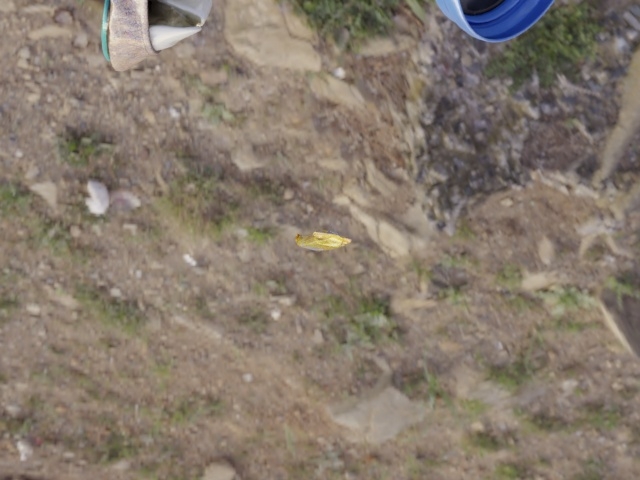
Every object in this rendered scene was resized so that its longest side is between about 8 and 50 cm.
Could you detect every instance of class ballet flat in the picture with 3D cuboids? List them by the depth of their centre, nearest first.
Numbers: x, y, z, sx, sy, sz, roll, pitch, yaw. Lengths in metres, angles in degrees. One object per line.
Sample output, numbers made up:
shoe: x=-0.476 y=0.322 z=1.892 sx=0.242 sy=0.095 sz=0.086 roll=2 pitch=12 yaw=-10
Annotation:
ballet flat: x=-0.155 y=-0.248 z=0.984 sx=0.106 sy=0.107 sz=0.316 roll=14 pitch=158 yaw=-2

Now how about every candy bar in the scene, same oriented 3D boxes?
candy bar: x=0.000 y=0.000 z=1.150 sx=0.040 sy=0.161 sz=0.018 roll=11 pitch=87 yaw=-9

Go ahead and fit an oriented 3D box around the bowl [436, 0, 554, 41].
bowl: x=0.322 y=-0.535 z=1.765 sx=0.391 sy=0.077 sz=0.391 roll=-31 pitch=136 yaw=-36
